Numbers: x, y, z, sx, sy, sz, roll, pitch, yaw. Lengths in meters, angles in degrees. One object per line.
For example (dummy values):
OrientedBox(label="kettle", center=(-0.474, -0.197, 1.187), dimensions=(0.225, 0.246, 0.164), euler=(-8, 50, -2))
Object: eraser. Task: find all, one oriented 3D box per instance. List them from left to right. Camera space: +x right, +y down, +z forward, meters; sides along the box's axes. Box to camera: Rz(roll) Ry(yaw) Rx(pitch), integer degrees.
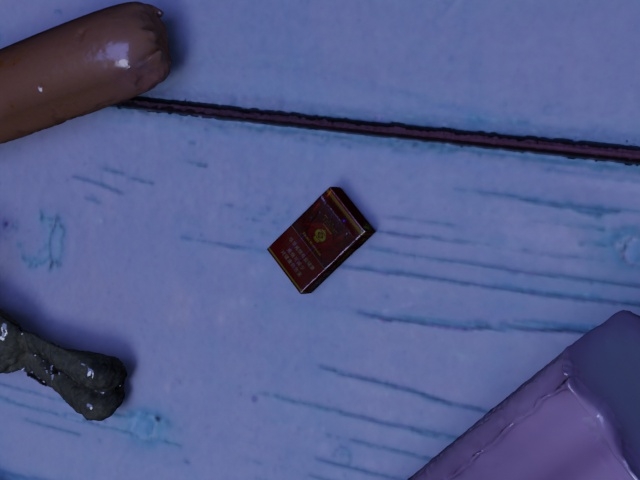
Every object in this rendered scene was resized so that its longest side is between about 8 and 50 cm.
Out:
OrientedBox(label="eraser", center=(0.159, 0.258, 0.782), dimensions=(0.272, 0.122, 0.359), euler=(52, 133, 15))

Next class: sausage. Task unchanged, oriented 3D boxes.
OrientedBox(label="sausage", center=(-0.262, -0.145, 1.072), dimensions=(0.289, 0.086, 0.086), euler=(-16, 83, 26))

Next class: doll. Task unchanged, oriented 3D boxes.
OrientedBox(label="doll", center=(-0.322, 0.085, 1.101), dimensions=(0.286, 0.091, 0.203), euler=(-7, 120, 36))

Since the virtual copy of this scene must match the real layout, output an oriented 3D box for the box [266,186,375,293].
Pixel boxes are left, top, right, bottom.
OrientedBox(label="box", center=(0.000, 0.000, 0.978), dimensions=(0.082, 0.023, 0.051), euler=(-44, 73, 19))
